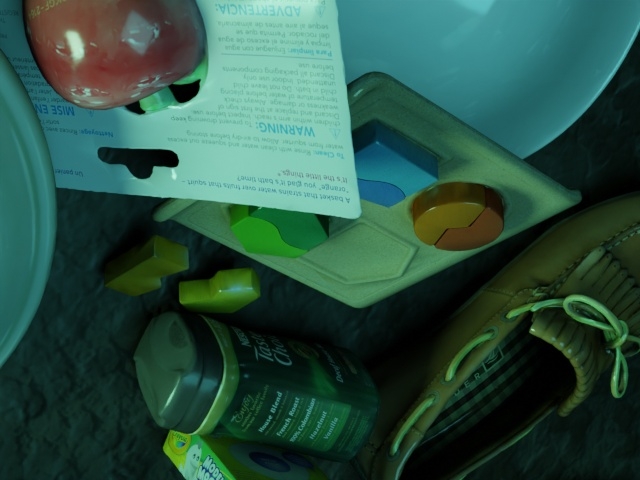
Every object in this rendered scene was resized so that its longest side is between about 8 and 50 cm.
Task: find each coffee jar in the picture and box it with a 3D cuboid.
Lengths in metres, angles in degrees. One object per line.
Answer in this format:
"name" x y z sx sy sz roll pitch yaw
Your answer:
"coffee jar" -0.051 0.113 1.089 0.184 0.096 0.079 15 113 -32

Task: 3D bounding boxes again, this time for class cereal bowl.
"cereal bowl" 0.067 -0.217 0.983 0.339 0.141 0.339 -11 116 -23

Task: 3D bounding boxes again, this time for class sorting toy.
"sorting toy" 0.000 0.000 0.988 0.229 0.041 0.307 23 141 -39

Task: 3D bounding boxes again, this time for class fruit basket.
"fruit basket" -0.133 -0.190 0.831 0.165 0.327 0.353 -52 139 -47

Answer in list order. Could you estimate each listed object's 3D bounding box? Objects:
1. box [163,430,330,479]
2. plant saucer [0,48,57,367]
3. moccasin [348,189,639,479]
"box" -0.042 0.192 1.078 0.105 0.179 0.043 15 103 -32
"plant saucer" -0.357 0.001 0.812 0.400 0.100 0.400 -4 122 -6
"moccasin" 0.188 0.087 1.170 0.380 0.147 0.139 -29 121 -13
